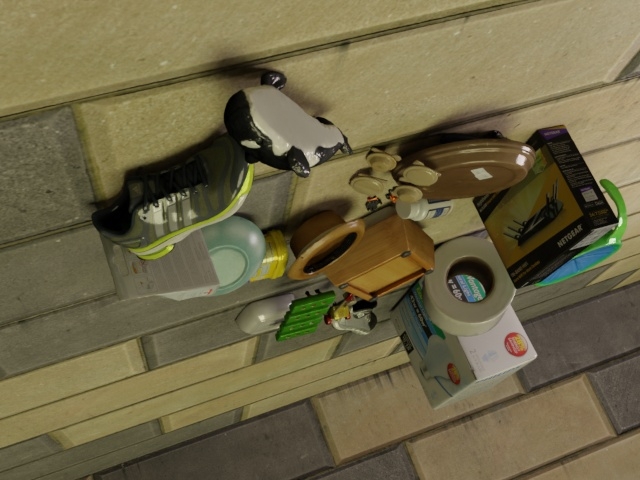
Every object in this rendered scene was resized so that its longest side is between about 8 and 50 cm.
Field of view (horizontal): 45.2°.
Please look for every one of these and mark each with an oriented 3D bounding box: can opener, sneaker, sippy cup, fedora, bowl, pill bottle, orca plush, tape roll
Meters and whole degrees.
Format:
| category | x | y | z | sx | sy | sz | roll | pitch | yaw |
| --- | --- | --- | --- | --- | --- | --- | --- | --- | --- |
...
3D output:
| category | x | y | z | sx | sy | sz | roll | pitch | yaw |
| --- | --- | --- | --- | --- | --- | --- | --- | --- | --- |
| can opener | 0.304 | -0.177 | 1.477 | 0.186 | 0.059 | 0.073 | 0 | 127 | -41 |
| sneaker | -0.221 | -0.066 | 1.154 | 0.300 | 0.111 | 0.121 | -35 | 151 | 26 |
| sippy cup | 0.588 | -0.035 | 1.906 | 0.305 | 0.224 | 0.240 | -25 | 161 | 8 |
| fedora | 0.000 | 0.000 | 1.570 | 0.194 | 0.079 | 0.194 | -31 | 161 | -12 |
| bowl | -0.138 | 0.196 | 2.000 | 0.142 | 0.053 | 0.142 | -10 | 156 | -31 |
| pill bottle | 0.220 | -0.078 | 1.633 | 0.120 | 0.067 | 0.067 | -11 | 158 | -36 |
| sneaker | 0.135 | 0.218 | 2.301 | 0.132 | 0.086 | 0.228 | -36 | 155 | 28 |
| orca plush | -0.065 | -0.150 | 1.076 | 0.102 | 0.151 | 0.287 | -22 | -176 | 24 |
| tape roll | 0.403 | 0.130 | 2.111 | 0.246 | 0.246 | 0.169 | -21 | 160 | -3 |

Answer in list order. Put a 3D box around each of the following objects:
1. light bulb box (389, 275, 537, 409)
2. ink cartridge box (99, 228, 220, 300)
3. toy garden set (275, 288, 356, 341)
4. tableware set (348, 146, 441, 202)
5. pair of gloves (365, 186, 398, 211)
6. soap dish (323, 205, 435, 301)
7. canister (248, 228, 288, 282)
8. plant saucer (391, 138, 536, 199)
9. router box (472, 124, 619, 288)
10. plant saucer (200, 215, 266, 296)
| category | x | y | z | sx | sy | sz | roll | pitch | yaw |
| --- | --- | --- | --- | --- | --- | --- | --- | --- | --- |
| light bulb box | 0.431 | 0.293 | 2.399 | 0.225 | 0.358 | 0.361 | -17 | 159 | -20 |
| ink cartridge box | -0.274 | 0.035 | 1.294 | 0.179 | 0.145 | 0.045 | -9 | 155 | -31 |
| toy garden set | -0.002 | 0.168 | 1.929 | 0.203 | 0.049 | 0.244 | -13 | 157 | -20 |
| tableware set | 0.137 | -0.115 | 1.432 | 0.141 | 0.020 | 0.169 | 18 | 153 | -7 |
| pair of gloves | 0.134 | -0.086 | 1.613 | 0.083 | 0.010 | 0.074 | -21 | 161 | -1 |
| soap dish | 0.136 | 0.040 | 1.783 | 0.228 | 0.118 | 0.291 | -27 | 159 | 14 |
| canister | -0.161 | 0.044 | 1.548 | 0.169 | 0.073 | 0.126 | -13 | 157 | -19 |
| plant saucer | 0.276 | -0.130 | 1.485 | 0.277 | 0.041 | 0.278 | -4 | 166 | -1 |
| router box | 0.481 | -0.065 | 1.689 | 0.081 | 0.243 | 0.309 | -13 | 158 | -24 |
| plant saucer | -0.189 | 0.042 | 1.438 | 0.194 | 0.037 | 0.195 | -14 | 132 | -16 |
